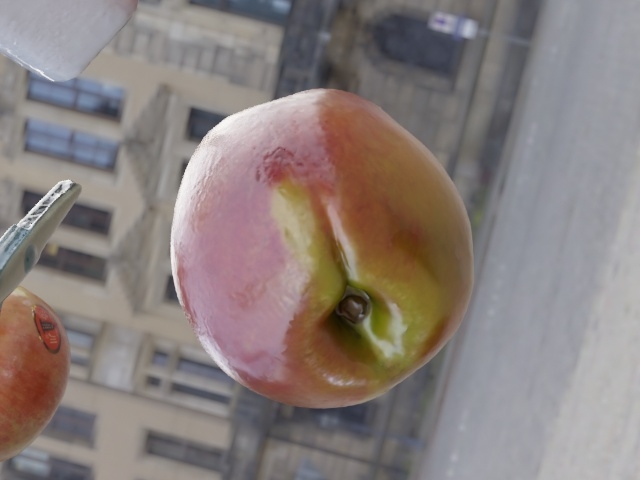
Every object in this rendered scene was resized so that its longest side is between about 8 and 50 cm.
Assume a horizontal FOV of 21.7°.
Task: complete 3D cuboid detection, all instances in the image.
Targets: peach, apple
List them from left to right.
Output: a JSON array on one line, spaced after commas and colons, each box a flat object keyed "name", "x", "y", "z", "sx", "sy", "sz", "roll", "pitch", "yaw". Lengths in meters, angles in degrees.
[{"name": "apple", "x": -0.378, "y": 0.142, "z": 1.872, "sx": 0.209, "sy": 0.164, "sz": 0.209, "roll": -30, "pitch": 44, "yaw": 34}, {"name": "peach", "x": 0.000, "y": 0.000, "z": 1.596, "sx": 0.332, "sy": 0.308, "sz": 0.308, "roll": -102, "pitch": 21, "yaw": -59}]

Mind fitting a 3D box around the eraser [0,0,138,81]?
[{"name": "eraser", "x": -0.209, "y": -0.185, "z": 0.699, "sx": 0.095, "sy": 0.174, "sz": 0.270, "roll": -46, "pitch": -42, "yaw": 12}]

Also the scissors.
[{"name": "scissors", "x": -0.325, "y": 0.021, "z": 1.757, "sx": 0.289, "sy": 0.041, "sz": 0.138, "roll": -58, "pitch": -27, "yaw": -47}]
